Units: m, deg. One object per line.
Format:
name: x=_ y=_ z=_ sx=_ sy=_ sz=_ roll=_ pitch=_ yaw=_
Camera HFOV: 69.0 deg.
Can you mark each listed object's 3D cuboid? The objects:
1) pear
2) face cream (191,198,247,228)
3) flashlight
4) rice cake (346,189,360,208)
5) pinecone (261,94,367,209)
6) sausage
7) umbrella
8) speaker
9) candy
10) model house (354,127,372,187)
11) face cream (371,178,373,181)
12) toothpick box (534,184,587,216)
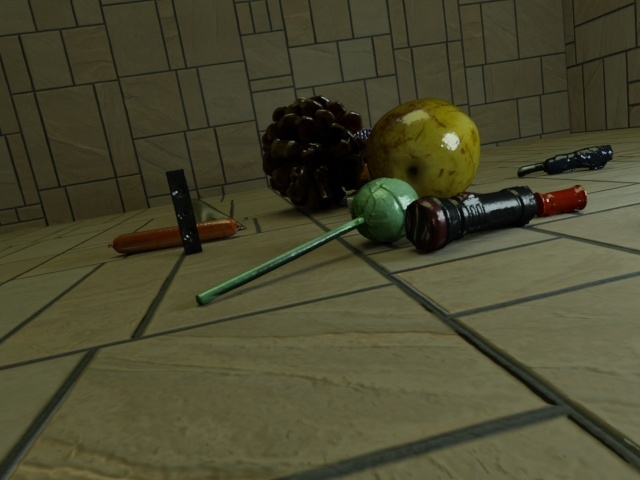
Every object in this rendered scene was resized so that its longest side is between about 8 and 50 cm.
pear: x=0.253 y=-0.214 z=1.142 sx=0.281 sy=0.280 sz=0.280 roll=-9 pitch=11 yaw=2
face cream: x=-0.344 y=-0.065 z=1.419 sx=0.137 sy=0.084 sz=0.341 roll=-5 pitch=15 yaw=-28
flashlight: x=0.251 y=-0.045 z=0.758 sx=0.232 sy=0.092 sz=0.093 roll=-14 pitch=12 yaw=-23
rice cake: x=0.127 y=-0.124 z=1.381 sx=0.080 sy=0.042 sz=0.222 roll=-3 pitch=11 yaw=10
pinecone: x=-0.010 y=-0.248 z=1.450 sx=0.385 sy=0.384 sz=0.384 roll=-9 pitch=11 yaw=2
sausage: x=-0.373 y=-0.011 z=1.197 sx=0.348 sy=0.053 sz=0.053 roll=-9 pitch=11 yaw=1
umbrella: x=0.701 y=-0.220 z=1.342 sx=0.248 sy=0.070 sz=0.071 roll=-10 pitch=10 yaw=20
speaker: x=-0.309 y=-0.065 z=1.056 sx=0.040 sy=0.191 sz=0.046 roll=-14 pitch=13 yaw=-17
candy: x=0.000 y=0.000 z=0.756 sx=0.440 sy=0.119 sz=0.119 roll=-25 pitch=18 yaw=-33
model house: x=0.195 y=-0.292 z=1.695 sx=0.238 sy=0.236 sz=0.202 roll=-20 pitch=20 yaw=-32
face cream: x=0.227 y=-0.174 z=1.397 sx=0.101 sy=0.101 sz=0.252 roll=-13 pitch=11 yaw=-19
toothpick box: x=0.425 y=-0.070 z=0.835 sx=0.083 sy=0.047 sz=0.047 roll=-10 pitch=11 yaw=0
